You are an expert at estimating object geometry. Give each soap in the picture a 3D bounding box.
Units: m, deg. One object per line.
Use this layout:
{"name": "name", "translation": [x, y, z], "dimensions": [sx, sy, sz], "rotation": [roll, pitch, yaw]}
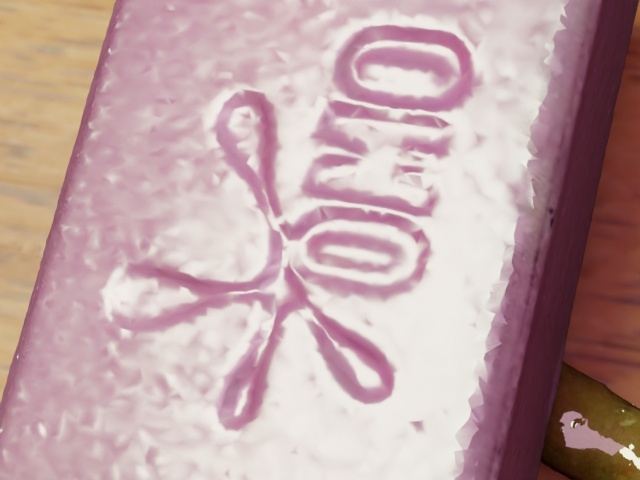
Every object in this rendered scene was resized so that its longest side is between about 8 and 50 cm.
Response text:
{"name": "soap", "translation": [-0.001, 0.000, 0.516], "dimensions": [0.181, 0.081, 0.259], "rotation": [11, 80, 21]}

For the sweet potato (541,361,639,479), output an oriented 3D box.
{"name": "sweet potato", "translation": [0.165, 0.090, 0.502], "dimensions": [0.269, 0.075, 0.075], "rotation": [14, 80, 24]}
